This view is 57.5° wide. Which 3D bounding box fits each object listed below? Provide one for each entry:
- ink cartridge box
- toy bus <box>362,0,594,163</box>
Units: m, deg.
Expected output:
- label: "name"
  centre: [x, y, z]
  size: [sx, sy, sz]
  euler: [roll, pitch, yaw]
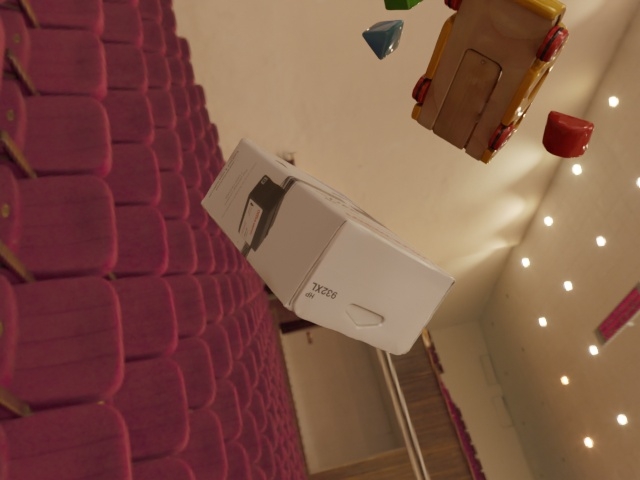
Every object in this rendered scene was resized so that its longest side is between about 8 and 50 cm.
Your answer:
- label: "ink cartridge box"
  centre: [0.000, 0.000, 0.810]
  size: [0.223, 0.129, 0.307]
  euler: [27, 10, -38]
- label: "toy bus"
  centre: [0.160, -0.171, 0.512]
  size: [0.202, 0.104, 0.191]
  euler: [1, -53, 49]
